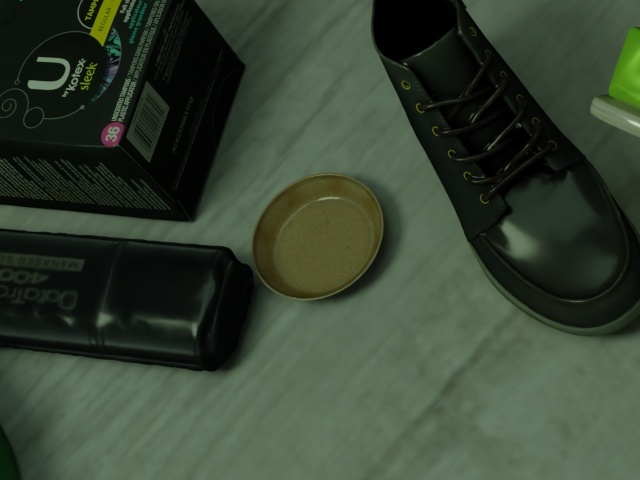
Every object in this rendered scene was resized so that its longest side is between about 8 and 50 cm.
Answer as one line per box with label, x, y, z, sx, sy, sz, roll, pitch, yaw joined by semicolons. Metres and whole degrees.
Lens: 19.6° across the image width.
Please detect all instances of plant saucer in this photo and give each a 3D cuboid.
plant saucer;0.000;0.000;1.092;0.083;0.015;0.083;-10;61;18

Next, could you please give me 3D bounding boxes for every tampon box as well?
tampon box;-0.152;-0.090;1.153;0.161;0.101;0.120;6;66;26

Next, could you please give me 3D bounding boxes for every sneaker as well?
sneaker;0.094;-0.047;1.014;0.083;0.118;0.222;-37;56;2

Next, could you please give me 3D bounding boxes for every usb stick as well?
usb stick;-0.172;0.031;1.133;0.278;0.045;0.077;5;73;25

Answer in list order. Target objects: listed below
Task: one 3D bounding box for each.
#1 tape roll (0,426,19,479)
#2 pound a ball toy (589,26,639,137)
tape roll;-0.334;0.191;1.092;0.321;0.077;0.321;-11;58;17
pound a ball toy;0.320;-0.103;0.916;0.319;0.136;0.208;27;111;32
